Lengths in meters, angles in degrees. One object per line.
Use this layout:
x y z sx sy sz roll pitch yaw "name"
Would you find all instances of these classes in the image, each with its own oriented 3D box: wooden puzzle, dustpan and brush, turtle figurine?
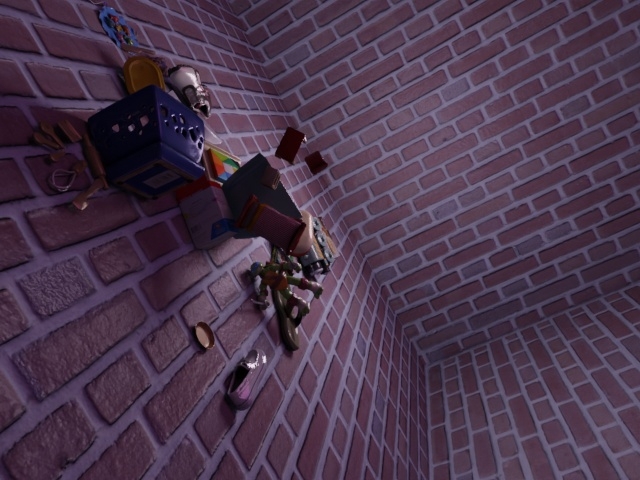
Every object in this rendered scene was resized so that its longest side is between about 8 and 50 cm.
-0.372 -0.272 2.038 0.221 0.044 0.238 22 43 -49 "wooden puzzle"
-0.481 -0.442 2.028 0.147 0.060 0.211 49 5 3 "dustpan and brush"
-0.127 0.176 1.846 0.266 0.275 0.197 29 72 -21 "turtle figurine"

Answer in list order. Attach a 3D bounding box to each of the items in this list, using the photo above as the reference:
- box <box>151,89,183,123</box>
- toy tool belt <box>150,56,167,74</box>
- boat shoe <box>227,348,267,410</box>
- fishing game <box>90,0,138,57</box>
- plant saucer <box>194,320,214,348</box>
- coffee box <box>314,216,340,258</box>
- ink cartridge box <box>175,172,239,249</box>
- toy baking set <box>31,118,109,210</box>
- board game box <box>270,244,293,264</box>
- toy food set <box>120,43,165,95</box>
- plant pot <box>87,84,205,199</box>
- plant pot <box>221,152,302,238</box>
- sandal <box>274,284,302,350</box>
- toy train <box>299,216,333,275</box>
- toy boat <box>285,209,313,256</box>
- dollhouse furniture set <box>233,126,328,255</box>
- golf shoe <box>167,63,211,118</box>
-0.533 -0.448 1.826 0.137 0.072 0.126 58 16 -22 "box"
-0.622 -0.671 1.968 0.051 0.052 0.083 5 51 -37 "toy tool belt"
-0.211 0.382 1.489 0.075 0.083 0.226 58 17 -24 "boat shoe"
-0.705 -0.750 1.825 0.264 0.041 0.189 60 18 -14 "fishing game"
-0.326 0.266 1.432 0.083 0.015 0.083 55 17 -25 "plant saucer"
0.000 0.000 2.791 0.246 0.098 0.141 65 15 4 "coffee box"
-0.372 -0.102 1.664 0.231 0.134 0.078 67 16 11 "ink cartridge box"
-0.603 -0.184 1.251 0.256 0.030 0.197 64 18 4 "toy baking set"
-0.166 0.072 2.263 0.136 0.030 0.259 53 18 -26 "board game box"
-0.601 -0.539 1.725 0.128 0.071 0.217 -7 78 -35 "toy food set"
-0.469 -0.254 1.432 0.236 0.236 0.212 33 39 -63 "plant pot"
-0.249 -0.140 1.863 0.247 0.252 0.247 58 -3 -18 "plant pot"
-0.107 0.283 1.993 0.120 0.086 0.302 44 24 -51 "sandal"
-0.058 0.020 2.527 0.190 0.142 0.333 -9 75 -62 "toy train"
-0.113 -0.020 2.317 0.151 0.151 0.231 104 -12 -51 "toy boat"
-0.102 -0.161 1.648 0.201 0.374 0.152 26 0 0 "dollhouse furniture set"
-0.508 -0.599 2.056 0.273 0.105 0.120 43 26 -67 "golf shoe"
